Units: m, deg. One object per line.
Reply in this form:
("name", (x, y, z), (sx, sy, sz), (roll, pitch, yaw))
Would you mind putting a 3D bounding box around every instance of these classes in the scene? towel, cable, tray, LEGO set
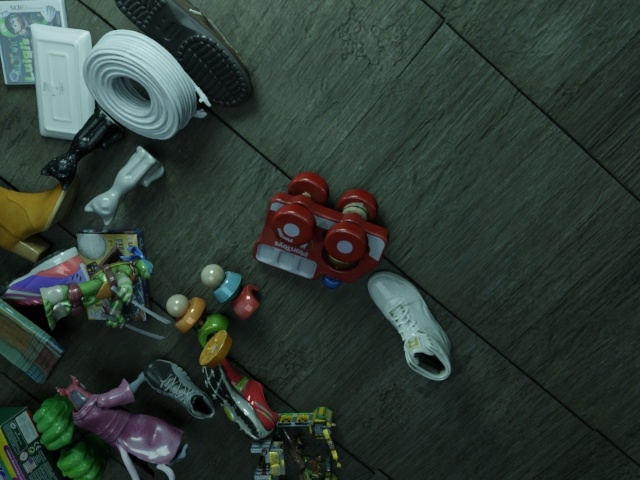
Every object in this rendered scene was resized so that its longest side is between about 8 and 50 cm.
("towel", (-0.859, 0.229, 1.618), (0.370, 0.040, 0.271), (40, 137, -7))
("cable", (-0.405, -0.341, 1.367), (0.257, 0.089, 0.257), (-6, 134, 38))
("tray", (-0.614, -0.366, 1.448), (0.145, 0.030, 0.270), (9, 117, 3))
("LEGO set", (-0.067, 0.622, 1.640), (0.255, 0.192, 0.331), (5, 108, 4))

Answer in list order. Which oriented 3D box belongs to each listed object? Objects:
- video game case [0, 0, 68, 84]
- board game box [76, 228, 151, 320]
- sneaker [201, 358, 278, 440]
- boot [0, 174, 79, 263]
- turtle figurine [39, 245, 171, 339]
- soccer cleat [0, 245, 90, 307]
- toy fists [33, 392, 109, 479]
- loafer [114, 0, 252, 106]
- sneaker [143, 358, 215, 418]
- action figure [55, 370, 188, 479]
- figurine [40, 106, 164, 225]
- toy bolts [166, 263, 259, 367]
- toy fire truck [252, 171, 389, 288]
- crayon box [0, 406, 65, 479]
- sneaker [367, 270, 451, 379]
("video game case", (-0.681, -0.469, 1.447), (0.173, 0.022, 0.190), (1, 108, 6))
("board game box", (-0.540, 0.092, 1.601), (0.165, 0.042, 0.243), (1, 108, 6))
("sneaker", (-0.216, 0.401, 1.631), (0.279, 0.118, 0.107), (52, 132, 14))
("boot", (-0.753, -0.095, 1.532), (0.211, 0.104, 0.295), (34, 112, -5))
("turtle figurine", (-0.512, 0.163, 1.463), (0.266, 0.198, 0.274), (-15, 99, -23))
("soccer cleat", (-0.730, 0.127, 1.581), (0.318, 0.108, 0.116), (-28, 97, 22))
("toy fists", (-0.700, 0.565, 1.707), (0.096, 0.142, 0.279), (-26, 103, -1))
("loafer", (-0.280, -0.459, 1.353), (0.134, 0.130, 0.366), (-26, 121, 30))
("sneaker", (-0.366, 0.398, 1.625), (0.229, 0.132, 0.086), (40, 71, -14))
("action figure", (-0.556, 0.503, 1.627), (0.248, 0.275, 0.370), (-40, 114, 22))
("figurine", (-0.521, -0.169, 1.459), (0.215, 0.092, 0.209), (43, 87, -9))
("toy bolts", (-0.277, 0.174, 1.517), (0.158, 0.218, 0.228), (40, 100, -21))
("toy fire truck", (0.000, 0.000, 1.470), (0.302, 0.169, 0.253), (19, 133, 0))
("crayon box", (-0.895, 0.656, 1.742), (0.313, 0.106, 0.362), (-10, 107, 30))
("sneaker", (0.224, 0.209, 1.492), (0.108, 0.169, 0.292), (-41, 98, 18))
